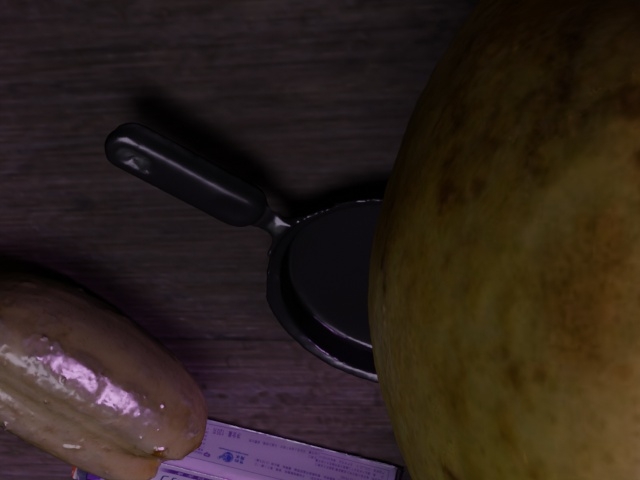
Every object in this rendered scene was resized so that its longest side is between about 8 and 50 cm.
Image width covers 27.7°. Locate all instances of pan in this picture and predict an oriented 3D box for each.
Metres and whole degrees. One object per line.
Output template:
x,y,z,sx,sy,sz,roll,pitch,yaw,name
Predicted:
0.000,0.000,0.640,0.235,0.028,0.136,31,133,-21,pan

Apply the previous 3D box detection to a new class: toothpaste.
-0.050,0.141,0.787,0.196,0.040,0.047,14,138,-2,toothpaste

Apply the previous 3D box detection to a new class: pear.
0.160,0.017,0.449,0.304,0.304,0.304,7,135,7,pear

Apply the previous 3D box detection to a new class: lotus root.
-0.143,0.068,0.707,0.183,0.077,0.090,34,125,-23,lotus root
